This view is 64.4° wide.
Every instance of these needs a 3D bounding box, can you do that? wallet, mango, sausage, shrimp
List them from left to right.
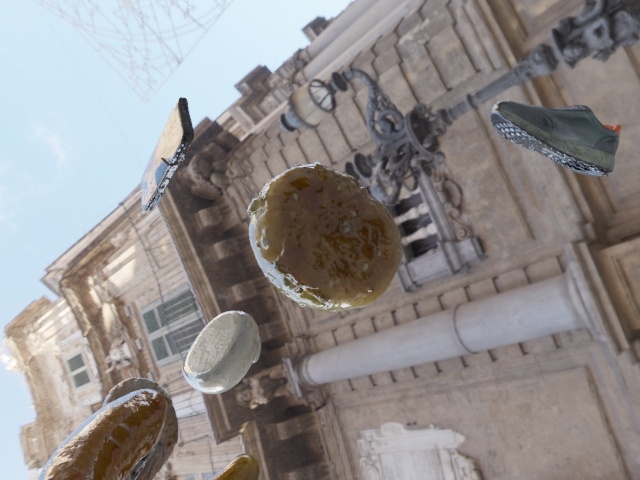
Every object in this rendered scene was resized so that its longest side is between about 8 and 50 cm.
[{"bbox_3d":[-0.288,0.289,0.687,0.109,0.109,0.270,58,-170,-5],"label":"sausage"},{"bbox_3d":[-0.376,0.450,1.083,0.077,0.168,0.317,56,-165,-77],"label":"shrimp"},{"bbox_3d":[-0.423,-0.224,1.375,0.042,0.309,0.165,15,-137,-33],"label":"wallet"},{"bbox_3d":[-0.173,0.460,0.892,0.178,0.090,0.115,-28,-53,-53],"label":"mango"}]

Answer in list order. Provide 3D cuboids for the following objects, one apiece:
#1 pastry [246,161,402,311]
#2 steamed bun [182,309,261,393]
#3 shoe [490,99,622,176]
[{"bbox_3d":[0.000,0.000,1.026,0.315,0.184,0.284,36,-114,-9],"label":"pastry"},{"bbox_3d":[-0.243,0.293,1.313,0.131,0.177,0.228,54,-131,-32],"label":"steamed bun"},{"bbox_3d":[0.320,-0.153,0.685,0.194,0.074,0.077,22,-84,-12],"label":"shoe"}]
